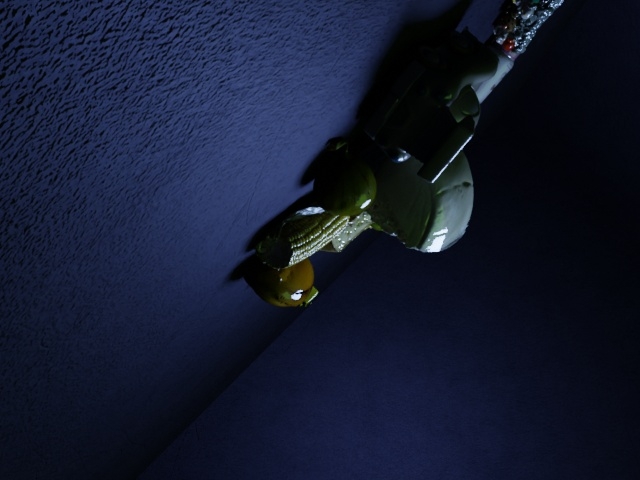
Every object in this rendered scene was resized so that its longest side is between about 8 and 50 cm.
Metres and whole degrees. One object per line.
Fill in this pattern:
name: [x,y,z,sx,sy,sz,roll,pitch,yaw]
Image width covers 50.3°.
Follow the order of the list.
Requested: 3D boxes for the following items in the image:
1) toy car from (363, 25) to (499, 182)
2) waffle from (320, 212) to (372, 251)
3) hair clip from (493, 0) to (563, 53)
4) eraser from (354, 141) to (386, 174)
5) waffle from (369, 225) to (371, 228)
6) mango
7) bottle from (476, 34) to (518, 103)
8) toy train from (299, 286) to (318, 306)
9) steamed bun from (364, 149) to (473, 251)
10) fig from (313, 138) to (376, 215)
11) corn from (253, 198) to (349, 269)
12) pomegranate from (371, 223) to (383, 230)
toy car: [0.279,-0.307,1.542,0.336,0.226,0.242,-36,166,-47]
waffle: [0.059,-0.054,1.938,0.168,0.057,0.274,3,-147,42]
hair clip: [0.539,-0.611,1.833,0.091,0.138,0.321,-15,167,-8]
eraser: [0.146,-0.204,1.873,0.279,0.081,0.124,-37,166,-50]
waffle: [0.164,-0.097,2.337,0.191,0.038,0.191,-27,-152,15]
mango: [-0.099,0.098,1.802,0.136,0.166,0.236,-55,170,23]
bottle: [0.530,-0.543,2.103,0.233,0.110,0.110,-50,171,23]
toy train: [-0.076,0.183,2.450,0.089,0.127,0.219,-43,170,-18]
steamed bun: [0.272,-0.118,1.737,0.290,0.272,0.273,-43,169,-47]
fig: [0.048,-0.149,1.573,0.147,0.187,0.142,-17,-159,-34]
corn: [-0.039,-0.027,1.711,0.123,0.122,0.305,-12,-166,40]
pomegranate: [0.232,-0.170,2.127,0.236,0.235,0.302,121,-18,-58]
